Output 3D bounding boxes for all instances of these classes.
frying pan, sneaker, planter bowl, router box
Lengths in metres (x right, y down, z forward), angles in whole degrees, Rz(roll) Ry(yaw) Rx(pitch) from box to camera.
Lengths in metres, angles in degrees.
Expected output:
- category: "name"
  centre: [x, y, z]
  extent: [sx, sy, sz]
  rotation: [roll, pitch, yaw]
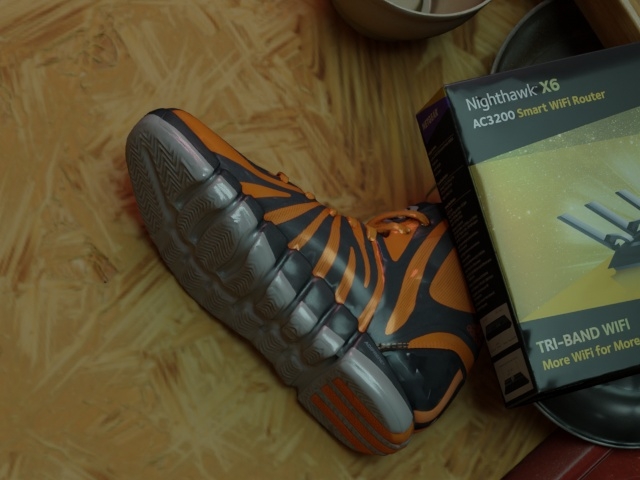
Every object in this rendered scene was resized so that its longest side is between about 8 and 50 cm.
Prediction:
- category: "frying pan"
  centre: [0.275, 0.118, 1.507]
  extent: [0.197, 0.053, 0.326]
  rotation: [-31, 77, -24]
- category: "sneaker"
  centre: [0.000, 0.000, 1.488]
  extent: [0.321, 0.124, 0.180]
  rotation: [50, 57, -5]
- category: "planter bowl"
  centre: [0.068, -0.233, 1.607]
  extent: [0.162, 0.109, 0.162]
  rotation: [7, 66, -15]
- category: "router box"
  centre: [0.256, -0.027, 1.473]
  extent: [0.309, 0.081, 0.243]
  rotation: [-14, 79, -17]

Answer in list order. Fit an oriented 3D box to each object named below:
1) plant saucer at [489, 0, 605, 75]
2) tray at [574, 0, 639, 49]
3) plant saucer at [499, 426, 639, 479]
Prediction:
- category: "plant saucer"
  centre: [0.279, -0.075, 1.643]
  extent: [0.311, 0.050, 0.310]
  rotation: [7, 64, -16]
- category: "tray"
  centre: [0.302, -0.257, 1.619]
  extent: [0.203, 0.076, 0.411]
  rotation: [-32, 89, -19]
- category: "plant saucer"
  centre: [0.260, 0.255, 1.492]
  extent: [0.259, 0.048, 0.258]
  rotation: [-37, 83, -29]
